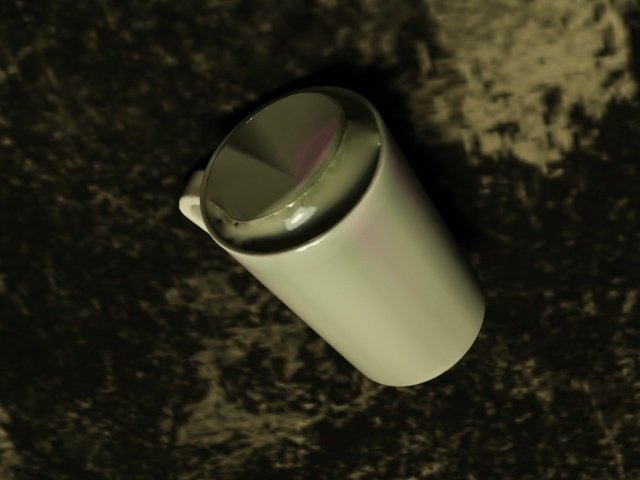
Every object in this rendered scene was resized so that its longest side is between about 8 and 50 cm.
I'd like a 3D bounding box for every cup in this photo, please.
[{"bbox_3d":[0.000,0.000,0.697,0.104,0.074,0.116,5,151,34],"label":"cup"}]
